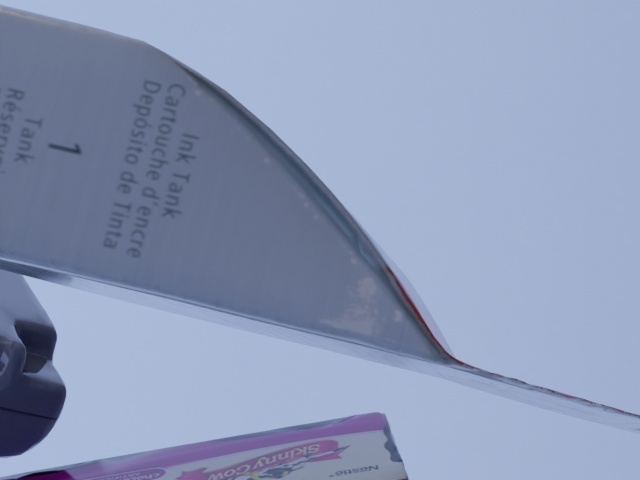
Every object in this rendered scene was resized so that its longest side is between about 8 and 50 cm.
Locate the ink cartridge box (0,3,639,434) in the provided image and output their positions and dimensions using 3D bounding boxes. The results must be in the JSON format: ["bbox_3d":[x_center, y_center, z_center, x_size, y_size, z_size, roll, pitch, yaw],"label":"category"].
[{"bbox_3d":[0.000,0.000,0.445,0.189,0.232,0.066,43,-123,-83],"label":"ink cartridge box"}]

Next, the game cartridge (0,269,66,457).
[{"bbox_3d":[-0.250,-0.009,0.682,0.294,0.196,0.060,16,-70,-29],"label":"game cartridge"}]

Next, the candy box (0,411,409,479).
[{"bbox_3d":[-0.033,0.190,0.661,0.071,0.159,0.233,-108,8,-74],"label":"candy box"}]
